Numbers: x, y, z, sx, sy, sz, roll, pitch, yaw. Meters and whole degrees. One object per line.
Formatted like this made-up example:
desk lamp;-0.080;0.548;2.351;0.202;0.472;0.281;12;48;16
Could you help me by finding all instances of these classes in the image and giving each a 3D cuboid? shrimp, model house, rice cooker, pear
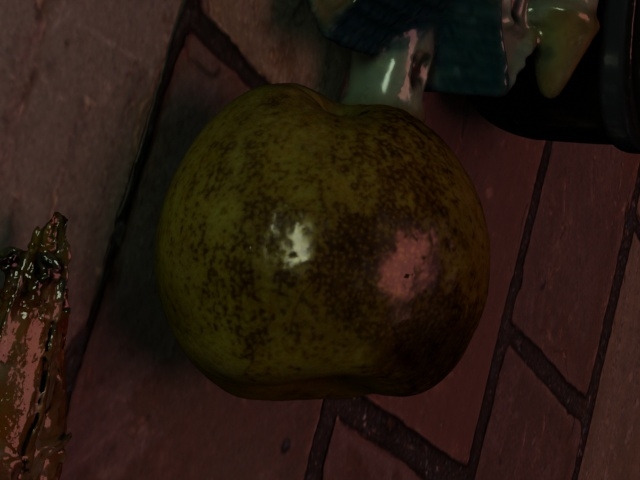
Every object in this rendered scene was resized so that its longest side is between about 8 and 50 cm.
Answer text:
shrimp;-0.154;0.075;0.818;0.091;0.043;0.184;-26;126;-68
model house;0.098;-0.185;1.087;0.267;0.194;0.325;9;93;-64
rice cooker;0.234;-0.197;1.305;0.267;0.224;0.267;-33;127;-58
pear;0.000;0.000;0.932;0.197;0.197;0.197;-27;120;-59
